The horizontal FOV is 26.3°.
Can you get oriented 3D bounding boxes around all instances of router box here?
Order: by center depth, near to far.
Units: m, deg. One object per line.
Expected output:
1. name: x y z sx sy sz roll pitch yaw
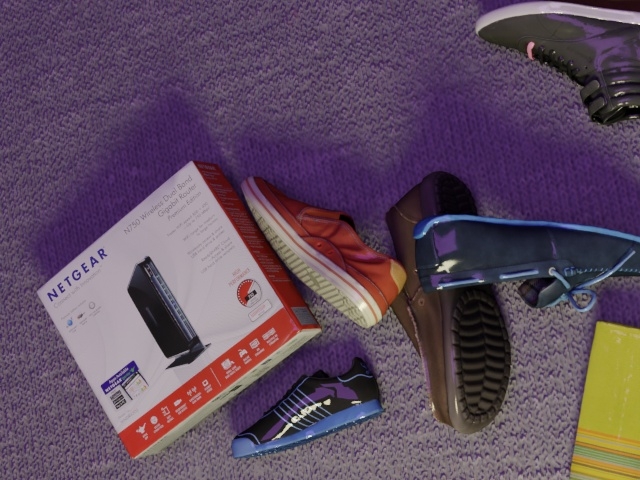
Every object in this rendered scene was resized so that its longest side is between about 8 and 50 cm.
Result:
1. router box: -0.213 0.102 2.002 0.335 0.082 0.301 -39 75 19

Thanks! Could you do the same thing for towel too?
1. towel: 0.401 0.231 1.834 0.102 0.021 0.237 11 97 22

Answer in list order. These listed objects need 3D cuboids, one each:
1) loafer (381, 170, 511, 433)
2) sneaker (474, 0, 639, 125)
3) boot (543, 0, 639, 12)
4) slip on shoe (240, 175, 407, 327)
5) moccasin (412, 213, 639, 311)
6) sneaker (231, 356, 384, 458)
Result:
1. loafer: 0.169 0.093 1.906 0.130 0.133 0.366 -21 67 40
2. sneaker: 0.351 -0.240 1.884 0.295 0.104 0.147 8 81 13
3. boot: 0.451 -0.353 1.866 0.305 0.115 0.112 -3 81 15
4. slip on shoe: 0.000 0.000 1.932 0.101 0.123 0.331 -40 48 -13
5. moccasin: 0.286 0.036 1.829 0.341 0.138 0.117 4 83 -8
6. sneaker: -0.027 0.242 1.960 0.232 0.081 0.091 -20 75 6
